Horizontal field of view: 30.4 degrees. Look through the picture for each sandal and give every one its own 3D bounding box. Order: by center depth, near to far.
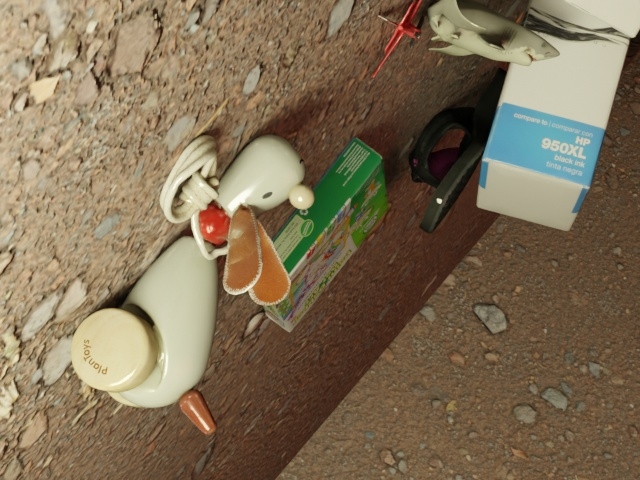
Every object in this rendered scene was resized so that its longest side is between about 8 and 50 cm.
[{"bbox_3d":[0.219,-0.159,1.976,0.168,0.107,0.446,-65,175,38],"label":"sandal"}]

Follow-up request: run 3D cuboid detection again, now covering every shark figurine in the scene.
[{"bbox_3d":[0.190,-0.305,1.521,0.278,0.166,0.116,12,89,-57],"label":"shark figurine"}]

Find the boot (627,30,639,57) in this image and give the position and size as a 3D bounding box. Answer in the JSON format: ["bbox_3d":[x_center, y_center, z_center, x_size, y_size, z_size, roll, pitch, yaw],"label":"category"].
[{"bbox_3d":[0.497,-0.417,2.057,0.083,0.246,0.161,-51,-168,-17],"label":"boot"}]

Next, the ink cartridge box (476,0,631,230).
[{"bbox_3d":[0.374,-0.247,1.825,0.285,0.166,0.395,64,42,-76],"label":"ink cartridge box"}]

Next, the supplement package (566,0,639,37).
[{"bbox_3d":[0.406,-0.452,1.549,0.293,0.177,0.175,-59,-169,23],"label":"supplement package"}]

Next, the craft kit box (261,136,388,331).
[{"bbox_3d":[0.000,0.000,1.674,0.250,0.061,0.246,-52,170,-8],"label":"craft kit box"}]

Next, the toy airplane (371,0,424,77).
[{"bbox_3d":[0.102,-0.257,1.413,0.151,0.028,0.151,-51,166,-18],"label":"toy airplane"}]

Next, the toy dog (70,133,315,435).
[{"bbox_3d":[-0.106,0.062,1.206,0.334,0.161,0.220,-57,167,15],"label":"toy dog"}]
